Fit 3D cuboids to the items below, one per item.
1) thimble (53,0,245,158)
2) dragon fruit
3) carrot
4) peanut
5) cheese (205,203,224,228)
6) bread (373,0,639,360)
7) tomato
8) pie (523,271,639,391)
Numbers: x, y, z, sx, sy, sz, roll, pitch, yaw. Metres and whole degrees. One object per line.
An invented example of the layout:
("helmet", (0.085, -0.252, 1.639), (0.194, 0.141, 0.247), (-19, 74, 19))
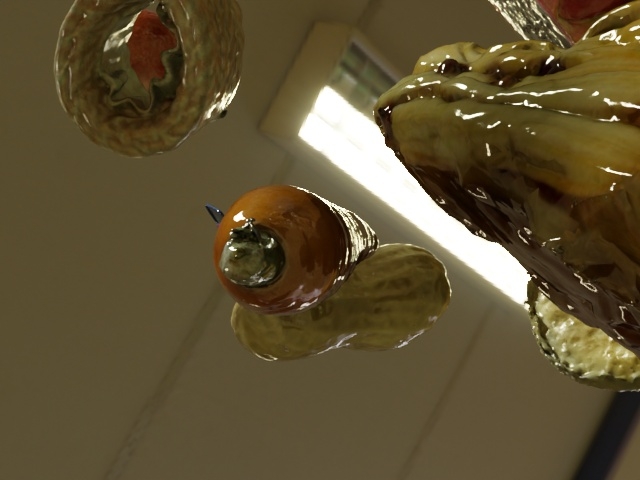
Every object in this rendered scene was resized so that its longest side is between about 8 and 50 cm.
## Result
("thimble", (-0.197, -0.220, 1.169), (0.148, 0.196, 0.229), (-57, -21, -62))
("dragon fruit", (0.316, -0.321, 1.193), (0.189, 0.290, 0.290), (-40, -45, 5))
("carrot", (0.000, 0.000, 0.609), (0.336, 0.069, 0.069), (-14, -57, -77))
("peanut", (0.024, 0.075, 1.096), (0.257, 0.123, 0.123), (-12, -63, -22))
("cheese", (-0.120, 0.039, 1.667), (0.062, 0.155, 0.244), (-37, -63, -16))
("bread", (0.228, -0.027, 0.694), (0.314, 0.370, 0.191), (40, -90, -20))
("tomato", (-0.278, -0.244, 1.509), (0.184, 0.208, 0.208), (43, -107, -1))
("pie", (0.369, 0.054, 1.158), (0.274, 0.274, 0.055), (-59, -33, -5))
